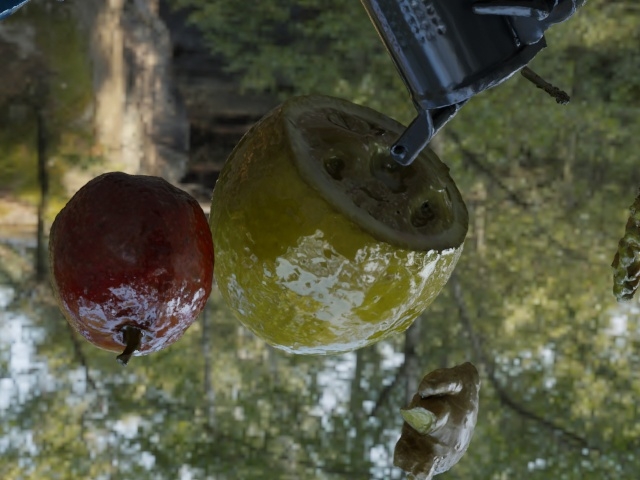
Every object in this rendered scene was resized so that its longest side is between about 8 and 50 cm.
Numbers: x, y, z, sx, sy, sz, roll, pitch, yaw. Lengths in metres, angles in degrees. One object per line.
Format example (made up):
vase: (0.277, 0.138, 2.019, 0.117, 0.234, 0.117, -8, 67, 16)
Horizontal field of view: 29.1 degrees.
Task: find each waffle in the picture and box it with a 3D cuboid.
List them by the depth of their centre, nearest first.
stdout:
waffle: (0.513, -0.041, 1.912, 0.060, 0.281, 0.262, 17, -162, 18)

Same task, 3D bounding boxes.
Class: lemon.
lemon: (0.000, 0.000, 1.711, 0.364, 0.364, 0.364, 3, -170, 0)

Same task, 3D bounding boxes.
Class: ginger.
ginger: (0.174, 0.281, 1.847, 0.102, 0.216, 0.157, 25, -159, 24)

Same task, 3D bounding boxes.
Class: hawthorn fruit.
hawthorn fruit: (-0.224, 0.044, 1.451, 0.205, 0.253, 0.205, -3, 147, -2)

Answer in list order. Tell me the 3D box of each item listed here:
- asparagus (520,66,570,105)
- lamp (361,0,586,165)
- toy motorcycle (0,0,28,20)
asparagus: (0.225, -0.158, 1.244, 0.016, 0.013, 0.166, 38, -169, -18)
lamp: (0.076, -0.180, 0.799, 0.172, 0.227, 0.147, -16, -158, 43)
toy motorcycle: (-0.204, -0.283, 0.853, 0.416, 0.232, 0.172, -36, -171, -29)
